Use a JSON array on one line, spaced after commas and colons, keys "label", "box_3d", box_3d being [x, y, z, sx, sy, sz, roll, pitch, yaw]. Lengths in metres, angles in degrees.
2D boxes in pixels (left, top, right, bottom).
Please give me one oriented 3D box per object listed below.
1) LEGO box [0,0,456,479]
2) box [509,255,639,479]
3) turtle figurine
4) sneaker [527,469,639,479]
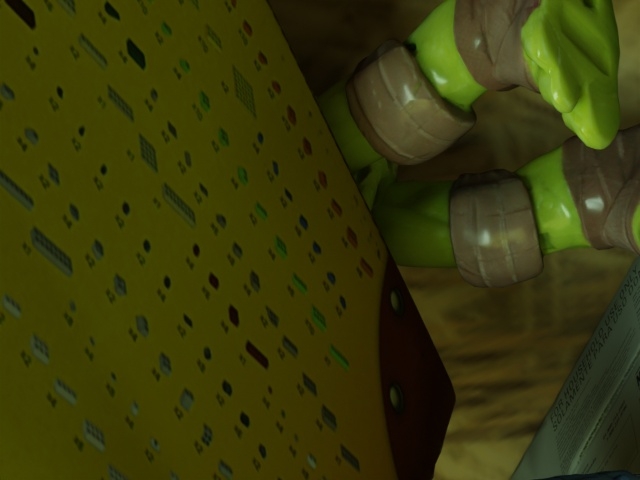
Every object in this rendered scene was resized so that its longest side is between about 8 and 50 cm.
[{"label": "LEGO box", "box_3d": [-0.243, -0.065, 0.380, 0.373, 0.193, 0.500, -11, 121, 26]}, {"label": "box", "box_3d": [0.225, 0.094, 0.576, 0.290, 0.087, 0.169, 18, 118, -9]}, {"label": "turtle figurine", "box_3d": [0.000, 0.000, 0.523, 0.217, 0.087, 0.269, -14, 119, 28]}, {"label": "sneaker", "box_3d": [0.108, 0.081, 0.458, 0.211, 0.080, 0.081, 15, 111, -43]}]
